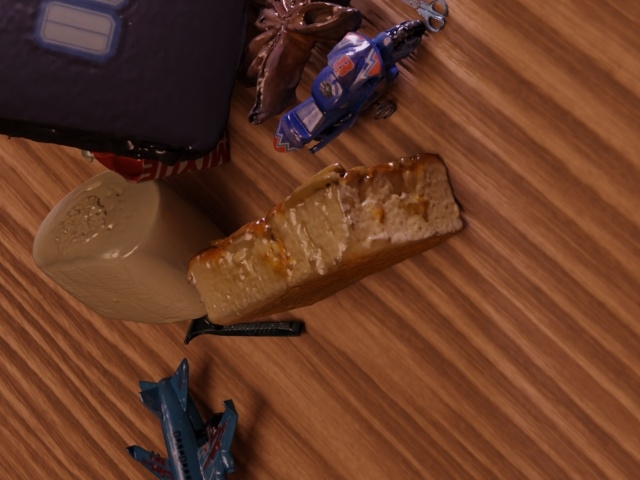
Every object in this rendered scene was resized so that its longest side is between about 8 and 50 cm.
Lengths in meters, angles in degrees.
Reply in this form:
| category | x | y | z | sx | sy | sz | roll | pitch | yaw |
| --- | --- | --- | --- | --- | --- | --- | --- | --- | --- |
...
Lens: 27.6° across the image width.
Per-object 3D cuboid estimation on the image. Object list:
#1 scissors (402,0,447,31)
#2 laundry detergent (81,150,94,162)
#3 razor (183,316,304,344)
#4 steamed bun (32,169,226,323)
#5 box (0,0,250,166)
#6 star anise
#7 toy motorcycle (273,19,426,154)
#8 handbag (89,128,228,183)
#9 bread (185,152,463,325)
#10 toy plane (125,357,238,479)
| category | x | y | z | sx | sy | sz | roll | pitch | yaw |
| --- | --- | --- | --- | --- | --- | --- | --- | --- | --- |
| scissors | 0.102 | -0.252 | 1.395 | 0.083 | 0.006 | 0.036 | 33 | 126 | 31 |
| laundry detergent | -0.310 | -0.203 | 1.762 | 0.097 | 0.061 | 0.206 | 15 | 114 | 37 |
| razor | -0.095 | 0.112 | 1.690 | 0.190 | 0.033 | 0.066 | -2 | 61 | 40 |
| steamed bun | -0.231 | 0.008 | 1.670 | 0.250 | 0.200 | 0.154 | -3 | 58 | 42 |
| box | -0.257 | -0.272 | 1.459 | 0.091 | 0.359 | 0.350 | 141 | 137 | -72 |
| star anise | -0.022 | -0.241 | 1.451 | 0.208 | 0.063 | 0.171 | -45 | 40 | 29 |
| toy motorcycle | 0.032 | -0.167 | 1.413 | 0.076 | 0.114 | 0.205 | 57 | 134 | 13 |
| handbag | -0.220 | -0.216 | 1.605 | 0.151 | 0.171 | 0.298 | -30 | 86 | 41 |
| bread | 0.000 | 0.000 | 1.454 | 0.275 | 0.185 | 0.114 | -30 | 76 | 45 |
| toy plane | -0.168 | 0.302 | 1.764 | 0.254 | 0.105 | 0.271 | -29 | 84 | 45 |
